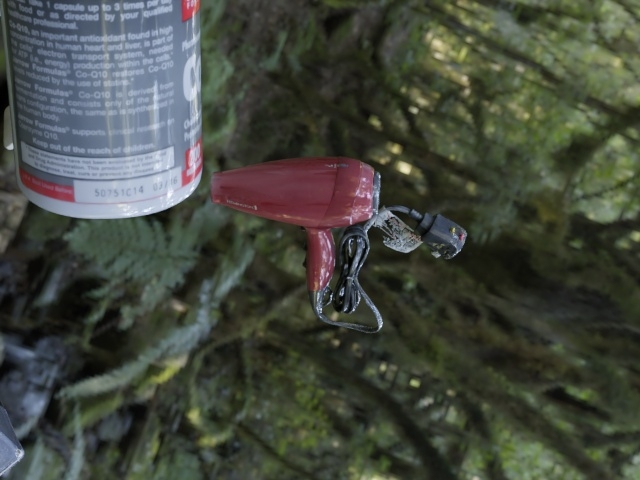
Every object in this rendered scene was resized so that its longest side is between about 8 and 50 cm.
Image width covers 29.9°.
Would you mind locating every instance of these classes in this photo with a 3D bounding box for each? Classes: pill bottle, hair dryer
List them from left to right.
[{"bbox_3d":[-0.178,-0.175,0.980,0.161,0.161,0.283,-82,175,-61],"label":"pill bottle"},{"bbox_3d":[0.000,0.000,1.380,0.223,0.293,0.080,-45,-158,29],"label":"hair dryer"}]

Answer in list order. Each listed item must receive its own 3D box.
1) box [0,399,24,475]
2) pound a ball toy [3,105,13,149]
[{"bbox_3d":[-0.383,-0.024,0.798,0.097,0.395,0.318,-38,-146,-5],"label":"box"},{"bbox_3d":[-0.360,-0.254,1.815,0.319,0.208,0.135,-33,-135,27],"label":"pound a ball toy"}]
